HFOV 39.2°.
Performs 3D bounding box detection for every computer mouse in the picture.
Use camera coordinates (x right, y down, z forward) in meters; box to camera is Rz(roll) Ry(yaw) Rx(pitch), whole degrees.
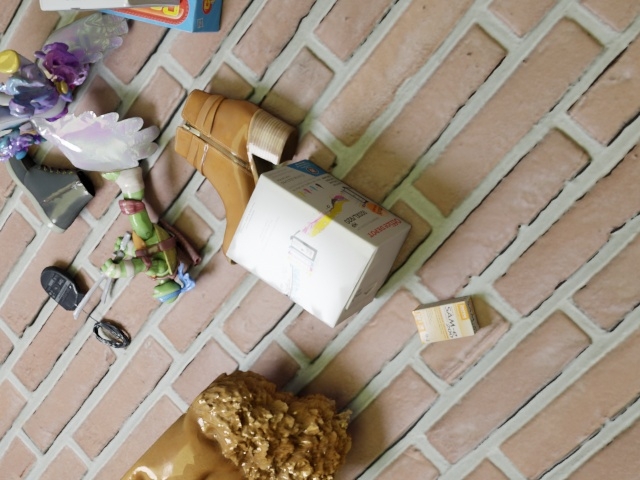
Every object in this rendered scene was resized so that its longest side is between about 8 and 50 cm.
[{"bbox_3d":[-0.491,0.139,1.885,0.242,0.041,0.071,43,116,4],"label":"computer mouse"}]

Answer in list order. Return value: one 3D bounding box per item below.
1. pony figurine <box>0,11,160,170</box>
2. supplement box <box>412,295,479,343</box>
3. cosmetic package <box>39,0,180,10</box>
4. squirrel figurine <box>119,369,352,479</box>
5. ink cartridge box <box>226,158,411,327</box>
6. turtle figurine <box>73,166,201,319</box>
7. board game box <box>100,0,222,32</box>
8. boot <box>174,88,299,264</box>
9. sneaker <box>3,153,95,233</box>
[{"bbox_3d":[-0.516,-0.262,1.655,0.351,0.363,0.303,-11,90,13],"label":"pony figurine"},{"bbox_3d":[0.213,0.135,1.526,0.098,0.036,0.062,-15,96,28],"label":"supplement box"},{"bbox_3d":[-0.355,-0.463,1.496,0.184,0.151,0.151,5,105,26],"label":"cosmetic package"},{"bbox_3d":[-0.113,0.440,1.641,0.370,0.281,0.397,43,120,4],"label":"squirrel figurine"},{"bbox_3d":[0.000,0.000,1.522,0.233,0.171,0.168,33,115,15],"label":"ink cartridge box"},{"bbox_3d":[-0.385,0.004,1.704,0.275,0.198,0.266,-9,95,24],"label":"turtle figurine"},{"bbox_3d":[-0.310,-0.547,1.589,0.308,0.086,0.302,17,109,22],"label":"board game box"},{"bbox_3d":[-0.180,-0.119,1.617,0.220,0.109,0.283,25,110,18],"label":"boot"},{"bbox_3d":[-0.546,-0.132,1.829,0.118,0.083,0.222,-41,75,10],"label":"sneaker"}]
